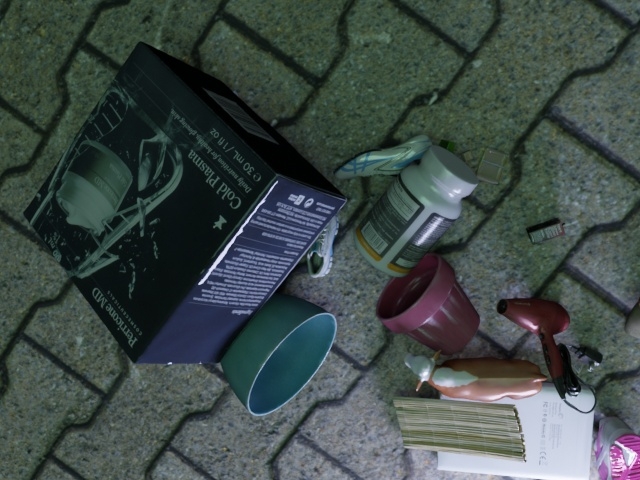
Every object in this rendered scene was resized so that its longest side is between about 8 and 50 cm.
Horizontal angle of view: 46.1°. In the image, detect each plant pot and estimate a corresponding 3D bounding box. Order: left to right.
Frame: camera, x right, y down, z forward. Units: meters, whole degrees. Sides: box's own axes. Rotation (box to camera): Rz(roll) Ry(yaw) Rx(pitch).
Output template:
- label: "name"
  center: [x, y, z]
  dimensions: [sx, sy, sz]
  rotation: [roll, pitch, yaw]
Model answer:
- label: "plant pot"
  center: [-0.130, 0.236, 1.769]
  dimensions: [0.195, 0.290, 0.290]
  rotation: [36, 106, 26]
- label: "plant pot"
  center: [0.258, 0.158, 1.715]
  dimensions: [0.180, 0.201, 0.201]
  rotation: [42, 105, -15]

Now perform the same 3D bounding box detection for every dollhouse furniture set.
- label: "dollhouse furniture set"
  center: [0.344, -0.184, 1.713]
  dimensions: [0.152, 0.058, 0.076]
  rotation: [17, 96, -13]

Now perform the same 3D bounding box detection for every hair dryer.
- label: "hair dryer"
  center: [0.513, 0.220, 1.658]
  dimensions: [0.293, 0.223, 0.080]
  rotation: [40, 124, 3]

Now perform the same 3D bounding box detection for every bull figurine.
- label: "bull figurine"
  center: [0.343, 0.308, 1.688]
  dimensions: [0.311, 0.188, 0.101]
  rotation: [4, 77, 10]

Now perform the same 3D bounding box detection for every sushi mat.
- label: "sushi mat"
  center: [0.319, 0.436, 1.749]
  dimensions: [0.317, 0.019, 0.151]
  rotation: [-4, 108, 37]

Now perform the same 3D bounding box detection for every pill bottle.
- label: "pill bottle"
  center: [0.210, -0.064, 1.665]
  dimensions: [0.162, 0.162, 0.278]
  rotation: [39, 116, 1]

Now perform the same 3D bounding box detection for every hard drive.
- label: "hard drive"
  center: [0.461, 0.450, 1.799]
  dimensions: [0.353, 0.047, 0.232]
  rotation: [2, 101, 9]

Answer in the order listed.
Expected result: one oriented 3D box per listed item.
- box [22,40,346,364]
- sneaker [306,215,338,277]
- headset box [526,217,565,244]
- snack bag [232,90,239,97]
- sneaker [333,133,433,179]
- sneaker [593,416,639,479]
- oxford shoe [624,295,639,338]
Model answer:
- label: "box"
  center: [-0.294, -0.070, 1.597]
  dimensions: [0.480, 0.297, 0.471]
  rotation: [45, 106, 26]
- label: "sneaker"
  center: [0.000, 0.000, 1.780]
  dimensions: [0.071, 0.083, 0.190]
  rotation: [4, 100, 11]
- label: "headset box"
  center: [0.510, -0.022, 1.692]
  dimensions: [0.083, 0.062, 0.032]
  rotation: [-21, 97, 14]
- label: "snack bag"
  center: [-0.271, -0.146, 1.826]
  dimensions: [0.323, 0.037, 0.342]
  rotation: [-26, 92, 13]
- label: "sneaker"
  center: [0.144, -0.174, 1.719]
  dimensions: [0.237, 0.085, 0.086]
  rotation: [-16, 93, 14]
- label: "sneaker"
  center: [0.691, 0.506, 1.744]
  dimensions: [0.103, 0.111, 0.252]
  rotation: [-7, 121, 1]
- label: "oxford shoe"
  center: [0.851, 0.213, 1.667]
  dimensions: [0.348, 0.123, 0.130]
  rotation: [23, 130, 4]
